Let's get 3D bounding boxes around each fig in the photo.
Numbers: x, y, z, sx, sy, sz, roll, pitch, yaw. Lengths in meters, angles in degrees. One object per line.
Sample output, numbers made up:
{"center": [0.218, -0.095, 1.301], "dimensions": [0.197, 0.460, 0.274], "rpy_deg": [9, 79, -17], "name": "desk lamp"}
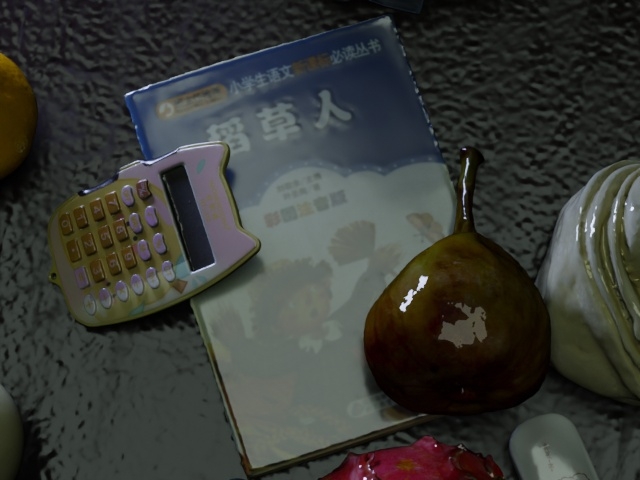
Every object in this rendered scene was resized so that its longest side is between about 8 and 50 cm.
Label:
{"center": [0.161, 0.043, 1.836], "dimensions": [0.191, 0.190, 0.290], "rpy_deg": [29, 60, 6], "name": "fig"}

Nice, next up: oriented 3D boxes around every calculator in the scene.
{"center": [-0.177, -0.003, 1.914], "dimensions": [0.236, 0.033, 0.157], "rpy_deg": [-21, 78, 16], "name": "calculator"}

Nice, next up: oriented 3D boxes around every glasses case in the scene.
{"center": [0.251, 0.267, 1.872], "dimensions": [0.074, 0.049, 0.193], "rpy_deg": [-20, 79, -5], "name": "glasses case"}

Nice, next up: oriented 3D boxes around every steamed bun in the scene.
{"center": [0.372, 0.034, 1.849], "dimensions": [0.289, 0.203, 0.276], "rpy_deg": [21, 77, 4], "name": "steamed bun"}

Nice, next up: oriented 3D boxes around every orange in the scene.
{"center": [-0.368, -0.132, 1.922], "dimensions": [0.157, 0.134, 0.156], "rpy_deg": [3, 66, -6], "name": "orange"}

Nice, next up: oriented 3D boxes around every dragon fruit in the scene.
{"center": [0.121, 0.300, 1.826], "dimensions": [0.163, 0.189, 0.261], "rpy_deg": [-42, 83, 22], "name": "dragon fruit"}

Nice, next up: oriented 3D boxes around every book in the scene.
{"center": [0.000, 0.000, 1.938], "dimensions": [0.300, 0.039, 0.428], "rpy_deg": [-18, 78, -4], "name": "book"}

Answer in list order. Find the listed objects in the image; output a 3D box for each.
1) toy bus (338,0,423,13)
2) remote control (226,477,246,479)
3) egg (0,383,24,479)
{"center": [-0.014, -0.347, 1.988], "dimensions": [0.297, 0.106, 0.131], "rpy_deg": [21, 76, 3], "name": "toy bus"}
{"center": [-0.027, 0.327, 1.860], "dimensions": [0.222, 0.042, 0.072], "rpy_deg": [41, 82, 8], "name": "remote control"}
{"center": [-0.405, 0.213, 1.812], "dimensions": [0.242, 0.186, 0.186], "rpy_deg": [-27, 79, -2], "name": "egg"}
